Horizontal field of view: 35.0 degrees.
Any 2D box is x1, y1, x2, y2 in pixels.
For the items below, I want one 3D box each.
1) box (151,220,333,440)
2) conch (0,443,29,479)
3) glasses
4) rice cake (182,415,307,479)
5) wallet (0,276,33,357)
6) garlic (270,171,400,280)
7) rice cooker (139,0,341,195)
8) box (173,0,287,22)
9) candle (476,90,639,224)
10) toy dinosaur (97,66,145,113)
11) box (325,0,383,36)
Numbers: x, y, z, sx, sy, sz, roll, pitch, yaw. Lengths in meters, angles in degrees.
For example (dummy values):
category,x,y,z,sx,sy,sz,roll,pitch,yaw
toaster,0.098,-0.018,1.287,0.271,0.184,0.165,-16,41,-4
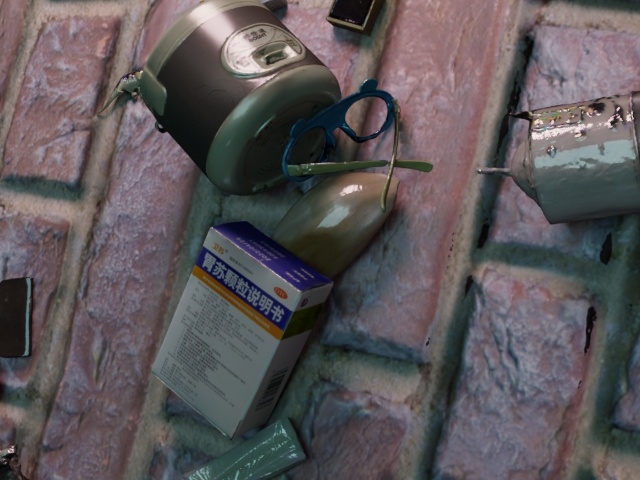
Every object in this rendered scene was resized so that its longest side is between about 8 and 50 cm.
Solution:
category,x,y,z,sx,sy,sz,roll,pitch,yaw
box,-0.134,0.146,1.676,0.200,0.106,0.299,35,112,24
conch,-0.630,0.498,1.800,0.186,0.241,0.313,35,109,37
glasses,0.069,-0.129,1.643,0.239,0.102,0.207,-30,75,-22
rice cake,-0.127,0.382,1.710,0.222,0.042,0.080,-32,75,14
wallet,-0.589,0.148,1.957,0.082,0.018,0.156,-7,79,21
garlic,-0.005,-0.008,1.702,0.143,0.112,0.318,48,111,19
rice cooker,-0.132,-0.248,1.697,0.288,0.288,0.277,-45,67,10
box,-0.166,-0.426,1.865,0.218,0.039,0.055,-18,73,19
candle,0.381,-0.116,1.507,0.330,0.187,0.187,-7,78,24
toy dinosaur,-0.362,-0.294,1.929,0.180,0.037,0.058,-38,45,6
box,0.062,-0.408,1.768,0.079,0.035,0.083,21,90,25
